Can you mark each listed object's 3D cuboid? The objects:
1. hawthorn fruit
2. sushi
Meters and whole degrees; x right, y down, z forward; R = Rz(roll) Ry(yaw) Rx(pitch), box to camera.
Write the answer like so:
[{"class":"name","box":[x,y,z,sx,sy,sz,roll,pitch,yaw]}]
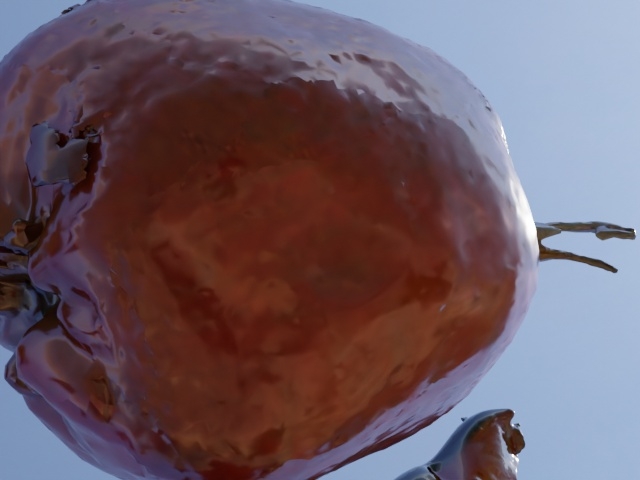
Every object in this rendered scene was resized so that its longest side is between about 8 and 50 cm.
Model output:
[{"class":"hawthorn fruit","box":[0.000,0.000,0.514,0.299,0.211,0.211,-5,-98,-21]},{"class":"sushi","box":[0.058,0.200,0.726,0.103,0.097,0.226,41,-120,20]}]
